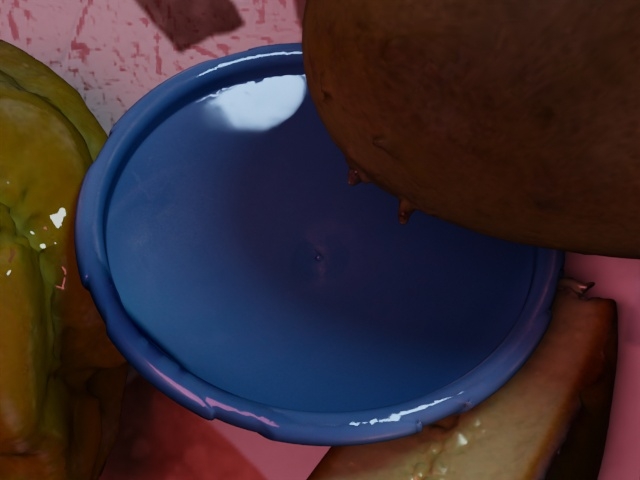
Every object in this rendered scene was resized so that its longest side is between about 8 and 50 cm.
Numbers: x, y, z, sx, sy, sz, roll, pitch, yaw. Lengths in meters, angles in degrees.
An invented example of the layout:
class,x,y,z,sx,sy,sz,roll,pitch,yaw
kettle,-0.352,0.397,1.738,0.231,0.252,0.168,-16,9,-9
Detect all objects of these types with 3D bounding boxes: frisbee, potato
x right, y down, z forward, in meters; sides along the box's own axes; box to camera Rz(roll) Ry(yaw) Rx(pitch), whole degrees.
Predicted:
class,x,y,z,sx,sy,sz,roll,pitch,yaw
frisbee,0.000,0.000,0.750,0.242,0.045,0.242,2,53,-3
potato,0.160,-0.119,0.634,0.359,0.219,0.269,-3,108,21

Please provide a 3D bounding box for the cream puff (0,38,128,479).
class,x,y,z,sx,sy,sz,roll,pitch,yaw
cream puff,-0.248,0.050,0.831,0.324,0.291,0.257,-21,108,9

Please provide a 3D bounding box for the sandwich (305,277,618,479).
class,x,y,z,sx,sy,sz,roll,pitch,yaw
sandwich,0.065,0.131,0.735,0.122,0.128,0.235,23,54,24
